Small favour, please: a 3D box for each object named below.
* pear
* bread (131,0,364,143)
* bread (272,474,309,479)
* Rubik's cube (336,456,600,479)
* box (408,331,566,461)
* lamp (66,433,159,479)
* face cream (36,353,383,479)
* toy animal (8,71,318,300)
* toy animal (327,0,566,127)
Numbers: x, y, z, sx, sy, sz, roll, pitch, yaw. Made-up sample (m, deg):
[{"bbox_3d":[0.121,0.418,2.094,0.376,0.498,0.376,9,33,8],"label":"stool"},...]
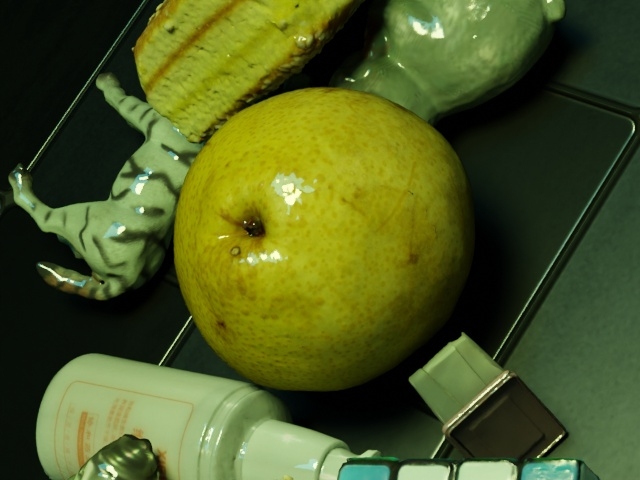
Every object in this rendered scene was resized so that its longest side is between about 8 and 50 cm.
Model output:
[{"bbox_3d":[0.000,0.000,1.163,0.208,0.209,0.209,-16,55,23],"label":"pear"},{"bbox_3d":[-0.023,-0.200,1.285,0.184,0.110,0.234,-33,14,48],"label":"bread"},{"bbox_3d":[-0.046,0.240,1.105,0.173,0.085,0.134,-35,88,19],"label":"bread"},{"bbox_3d":[0.095,0.220,1.003,0.151,0.155,0.154,-5,60,29],"label":"Rubik's cube"},{"bbox_3d":[0.103,0.105,1.120,0.060,0.085,0.063,-42,43,3],"label":"box"},{"bbox_3d":[-0.172,0.236,1.172,0.101,0.101,0.250,47,120,41],"label":"lamp"},{"bbox_3d":[-0.070,0.142,1.191,0.251,0.101,0.101,8,66,34],"label":"face cream"},{"bbox_3d":[-0.126,-0.069,1.371,0.255,0.090,0.170,-41,52,7],"label":"toy animal"},{"bbox_3d":[0.066,-0.115,1.264,0.138,0.108,0.236,34,83,40],"label":"toy animal"}]
